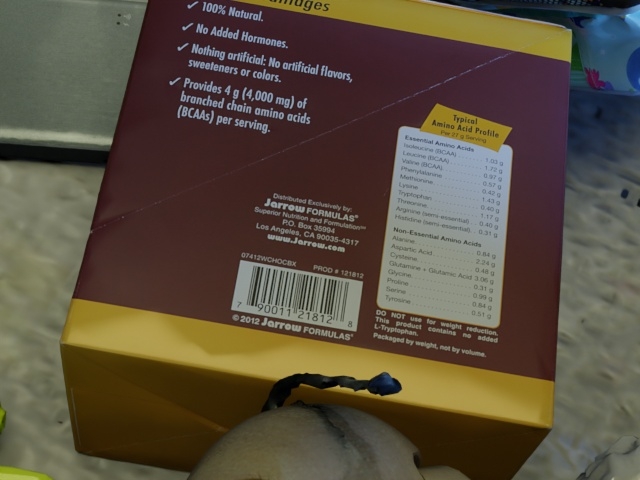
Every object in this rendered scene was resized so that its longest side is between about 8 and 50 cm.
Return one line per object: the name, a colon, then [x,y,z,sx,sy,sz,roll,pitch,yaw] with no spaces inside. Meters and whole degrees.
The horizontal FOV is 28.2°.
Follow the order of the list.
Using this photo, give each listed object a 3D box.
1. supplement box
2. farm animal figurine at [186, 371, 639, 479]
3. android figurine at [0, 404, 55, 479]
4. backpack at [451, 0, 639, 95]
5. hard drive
supplement box: [0.000,0.000,0.574,0.191,0.129,0.194,10,61,-2]
farm animal figurine: [-0.024,0.198,0.414,0.330,0.172,0.326,17,83,-26]
android figurine: [-0.196,0.162,0.504,0.273,0.056,0.248,12,61,1]
backpack: [0.134,-0.193,0.649,0.225,0.191,0.253,-37,33,-24]
hard drive: [-0.160,-0.087,0.658,0.135,0.022,0.094,4,62,-6]
